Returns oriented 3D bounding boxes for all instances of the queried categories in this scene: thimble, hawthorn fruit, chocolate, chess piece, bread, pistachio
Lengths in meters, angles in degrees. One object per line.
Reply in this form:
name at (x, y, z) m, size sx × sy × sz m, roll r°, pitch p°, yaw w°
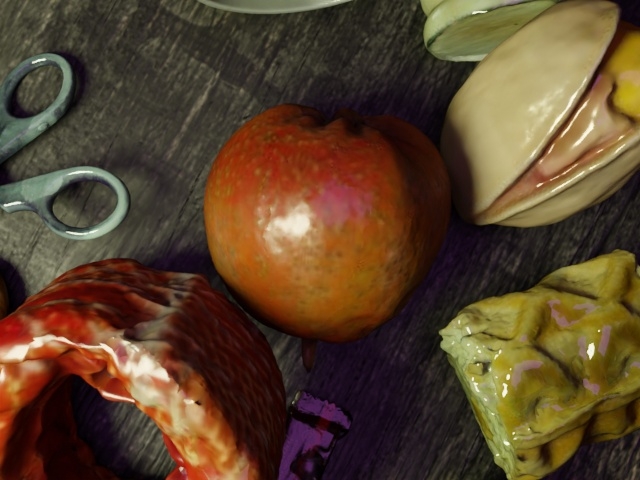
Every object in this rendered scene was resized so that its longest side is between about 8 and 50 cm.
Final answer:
thimble at (-0.199, 0.204, 0.846) m, size 0.349 × 0.230 × 0.350 m, roll 2°, pitch 106°, yaw 7°
hawthorn fruit at (0.000, 0.000, 0.925) m, size 0.276 × 0.277 × 0.298 m, roll 5°, pitch 97°, yaw -6°
chocolate at (-0.030, 0.276, 1.011) m, size 0.086 × 0.028 × 0.183 m, roll 29°, pitch 85°, yaw -1°
chess piece at (0.191, -0.404, 1.014) m, size 0.182 × 0.182 × 0.331 m, roll -7°, pitch 82°, yaw -7°
bread at (0.289, 0.144, 0.973) m, size 0.252 × 0.196 × 0.239 m, roll -30°, pitch 89°, yaw -5°
pistachio at (0.265, -0.130, 0.956) m, size 0.229 × 0.309 × 0.230 m, roll 15°, pitch 59°, yaw -26°

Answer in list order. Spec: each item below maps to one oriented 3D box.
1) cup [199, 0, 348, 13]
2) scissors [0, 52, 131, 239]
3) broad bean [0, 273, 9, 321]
cup at (-0.029, -0.438, 0.894) m, size 0.259 × 0.356 × 0.275 m, roll -8°, pitch 85°, yaw -16°
scissors at (-0.424, -0.044, 0.959) m, size 0.383 × 0.029 × 0.256 m, roll -28°, pitch 71°, yaw -5°
broad bean at (-0.415, 0.100, 0.950) m, size 0.114 × 0.084 × 0.165 m, roll 2°, pitch 78°, yaw -5°
